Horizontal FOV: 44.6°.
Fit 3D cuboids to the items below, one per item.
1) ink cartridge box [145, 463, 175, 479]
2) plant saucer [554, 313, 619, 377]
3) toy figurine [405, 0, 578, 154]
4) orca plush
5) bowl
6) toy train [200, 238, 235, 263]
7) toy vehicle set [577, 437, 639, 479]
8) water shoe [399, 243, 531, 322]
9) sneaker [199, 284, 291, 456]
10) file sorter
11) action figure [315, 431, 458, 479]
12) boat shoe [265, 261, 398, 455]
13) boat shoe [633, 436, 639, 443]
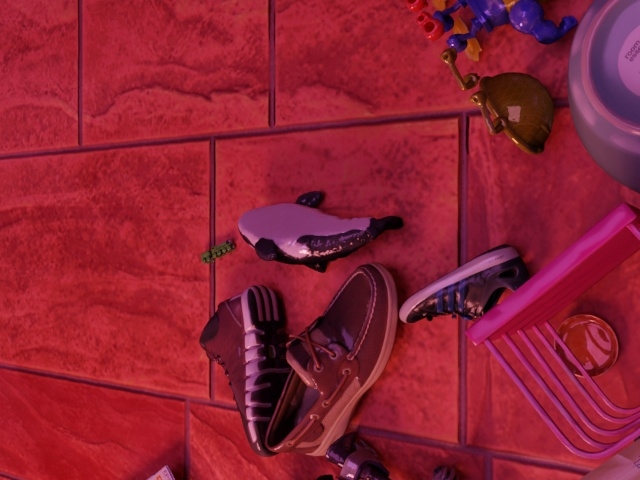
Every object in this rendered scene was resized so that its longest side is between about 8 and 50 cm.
[{"bbox_3d":[-0.294,0.563,1.474,0.224,0.045,0.223,-40,69,28],"label":"ink cartridge box"},{"bbox_3d":[0.349,0.137,1.024,0.084,0.013,0.083,1,92,36],"label":"plant saucer"},{"bbox_3d":[0.245,-0.318,0.995,0.217,0.191,0.362,-37,68,24],"label":"toy figurine"},{"bbox_3d":[0.000,0.000,1.255,0.287,0.102,0.151,-9,40,26],"label":"orca plush"},{"bbox_3d":[0.411,-0.199,0.885,0.312,0.163,0.311,0,90,35],"label":"bowl"},{"bbox_3d":[-0.185,0.020,1.409,0.083,0.017,0.023,-27,65,33],"label":"toy train"},{"bbox_3d":[0.353,0.201,0.781,0.267,0.166,0.035,-41,63,16],"label":"toy vehicle set"},{"bbox_3d":[0.198,0.083,1.097,0.203,0.073,0.080,-36,74,32],"label":"water shoe"},{"bbox_3d":[-0.131,0.226,1.332,0.163,0.106,0.281,-17,71,41],"label":"sneaker"},{"bbox_3d":[0.332,0.100,0.857,0.202,0.291,0.182,-43,70,21],"label":"file sorter"},{"bbox_3d":[0.125,0.397,1.143,0.285,0.099,0.185,26,98,29],"label":"action figure"},{"bbox_3d":[0.007,0.186,1.191,0.123,0.123,0.341,48,121,46],"label":"boat shoe"},{"bbox_3d":[0.472,0.256,0.898,0.224,0.073,0.080,6,93,35],"label":"boat shoe"}]
